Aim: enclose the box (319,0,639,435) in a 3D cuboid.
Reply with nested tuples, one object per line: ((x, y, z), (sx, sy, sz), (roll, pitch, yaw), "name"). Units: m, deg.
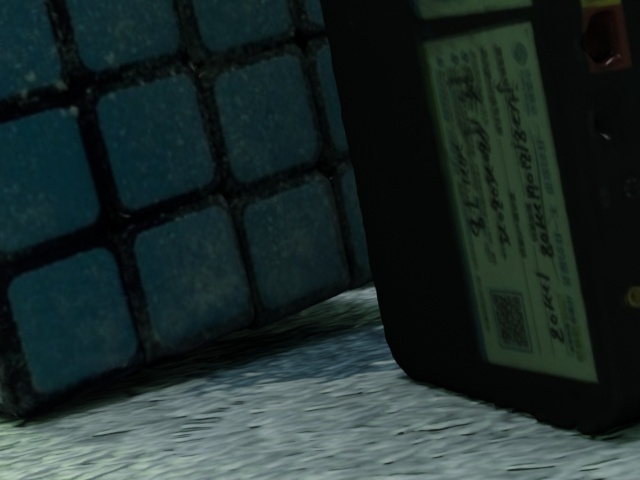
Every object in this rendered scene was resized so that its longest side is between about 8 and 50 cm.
((0.069, -0.096, 0.645), (0.058, 0.350, 0.211), (-14, 9, -24), "box")

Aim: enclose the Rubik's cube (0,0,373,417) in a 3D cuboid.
((-0.171, -0.106, 0.936), (0.337, 0.344, 0.343), (-23, 15, -35), "Rubik's cube")
